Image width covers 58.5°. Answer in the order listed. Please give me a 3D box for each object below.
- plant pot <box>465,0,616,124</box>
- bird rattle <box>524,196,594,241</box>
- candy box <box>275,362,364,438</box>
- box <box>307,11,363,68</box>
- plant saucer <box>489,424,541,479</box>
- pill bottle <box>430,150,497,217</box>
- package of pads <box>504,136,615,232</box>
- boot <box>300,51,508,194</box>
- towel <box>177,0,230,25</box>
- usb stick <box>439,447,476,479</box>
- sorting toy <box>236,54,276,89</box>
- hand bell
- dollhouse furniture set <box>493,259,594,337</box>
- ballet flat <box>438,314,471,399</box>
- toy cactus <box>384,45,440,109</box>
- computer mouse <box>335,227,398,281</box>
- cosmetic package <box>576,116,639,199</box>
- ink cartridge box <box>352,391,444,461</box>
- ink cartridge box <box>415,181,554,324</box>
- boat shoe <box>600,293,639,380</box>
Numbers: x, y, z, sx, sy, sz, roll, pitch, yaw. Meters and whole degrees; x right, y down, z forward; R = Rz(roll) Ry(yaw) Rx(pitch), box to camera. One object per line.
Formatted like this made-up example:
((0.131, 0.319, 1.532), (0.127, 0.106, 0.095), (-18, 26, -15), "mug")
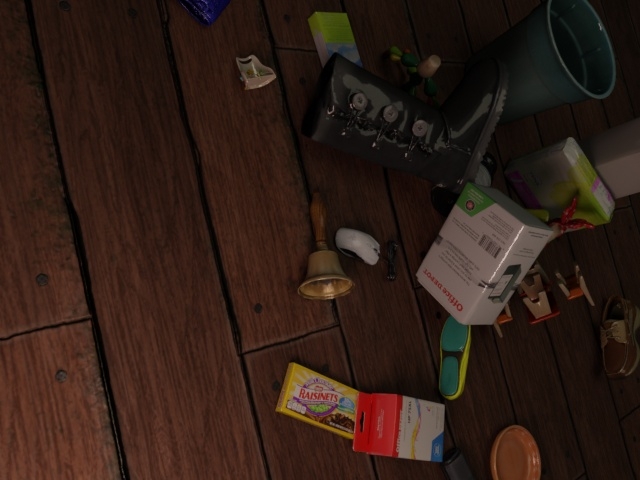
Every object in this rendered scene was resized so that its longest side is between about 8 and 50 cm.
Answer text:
((0.651, -0.532, 1.753), (0.341, 0.334, 0.341), (10, 73, -35), "plant pot")
((0.669, -0.017, 1.703), (0.207, 0.253, 0.143), (-34, 100, -13), "bird rattle")
((0.004, 0.349, 1.237), (0.206, 0.027, 0.105), (30, 59, -27), "candy box")
((0.043, -0.498, 1.477), (0.109, 0.042, 0.178), (-16, 88, -37), "box")
((0.523, 0.604, 1.550), (0.200, 0.037, 0.200), (11, 71, -34), "plant saucer")
((0.411, -0.164, 1.613), (0.219, 0.123, 0.123), (-44, 105, -36), "pill bottle")
((0.756, -0.162, 1.800), (0.296, 0.229, 0.101), (49, 55, -15), "package of pads")
((0.211, -0.346, 1.396), (0.445, 0.146, 0.367), (18, 86, -15), "boot")
((-0.257, -0.656, 1.275), (0.228, 0.076, 0.308), (39, 58, -23), "towel")
((0.377, 0.650, 1.424), (0.077, 0.045, 0.278), (-30, 97, -38), "usb stick")
((-0.158, -0.388, 1.303), (0.083, 0.045, 0.075), (-23, 85, -38), "sorting toy")
((0.000, 0.000, 1.298), (0.126, 0.126, 0.242), (12, 58, -34), "hand bell")
((0.616, 0.165, 1.612), (0.135, 0.262, 0.259), (61, 21, -10), "dollhouse furniture set")
((0.353, 0.300, 1.490), (0.077, 0.077, 0.231), (36, 60, -49), "ballet flat")
((0.259, -0.448, 1.549), (0.112, 0.180, 0.219), (-29, 91, -18), "toy cactus")
((0.120, 0.024, 1.398), (0.193, 0.042, 0.106), (24, 66, -30), "computer mouse")
((0.913, -0.239, 1.850), (0.155, 0.365, 0.197), (45, 57, -19), "cosmetic package")
((0.183, 0.425, 1.303), (0.231, 0.078, 0.134), (22, 66, -38), "ink cartridge box")
((0.392, 0.035, 1.409), (0.122, 0.289, 0.211), (7, 30, -36), "ink cartridge box")
((0.997, 0.318, 1.935), (0.120, 0.122, 0.324), (43, 49, -14), "boat shoe")
